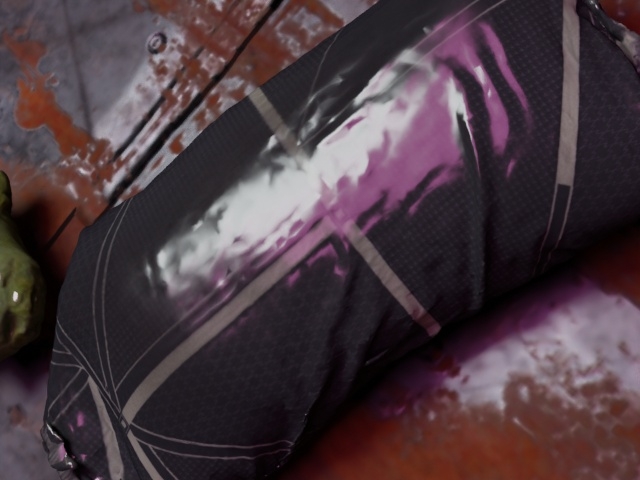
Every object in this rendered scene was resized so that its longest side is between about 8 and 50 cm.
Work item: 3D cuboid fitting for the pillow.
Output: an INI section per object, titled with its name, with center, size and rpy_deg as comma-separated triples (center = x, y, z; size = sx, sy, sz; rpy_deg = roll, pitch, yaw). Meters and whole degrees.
[pillow]
center = 0.000, 0.000, 0.444
size = 0.335, 0.092, 0.161
rpy_deg = -36, 67, 12

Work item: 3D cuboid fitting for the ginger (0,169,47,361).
[ginger]
center = -0.283, 0.026, 0.572
size = 0.290, 0.089, 0.137
rpy_deg = -8, 53, 17
